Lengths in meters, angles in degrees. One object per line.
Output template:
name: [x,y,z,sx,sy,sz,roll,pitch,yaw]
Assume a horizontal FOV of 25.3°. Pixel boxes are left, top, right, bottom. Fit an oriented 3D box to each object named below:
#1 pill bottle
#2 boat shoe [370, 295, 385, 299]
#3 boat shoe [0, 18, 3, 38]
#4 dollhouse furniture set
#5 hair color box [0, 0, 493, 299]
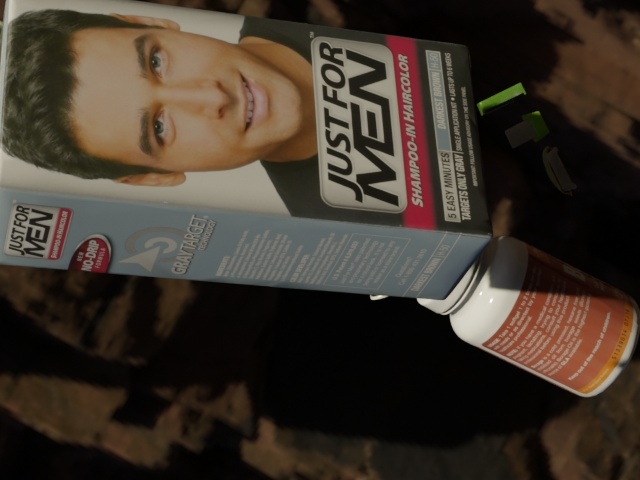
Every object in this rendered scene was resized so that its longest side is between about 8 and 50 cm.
pill bottle: [0.215,0.069,1.493,0.216,0.121,0.121,26,-176,-14]
boat shoe: [0.089,0.029,1.721,0.046,0.125,0.038,-6,115,36]
boat shoe: [-0.210,-0.140,1.324,0.302,0.094,0.109,32,-179,-28]
dollhouse furniture set: [0.253,-0.114,1.750,0.152,0.058,0.076,63,-178,-3]
hair color box: [-0.066,-0.072,1.120,0.374,0.185,0.113,5,149,-15]
